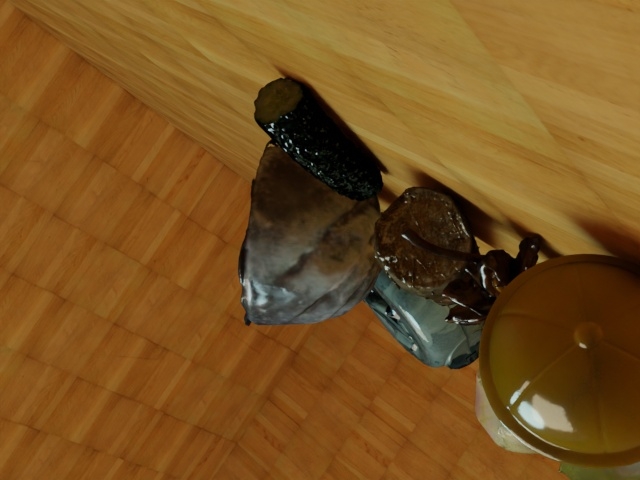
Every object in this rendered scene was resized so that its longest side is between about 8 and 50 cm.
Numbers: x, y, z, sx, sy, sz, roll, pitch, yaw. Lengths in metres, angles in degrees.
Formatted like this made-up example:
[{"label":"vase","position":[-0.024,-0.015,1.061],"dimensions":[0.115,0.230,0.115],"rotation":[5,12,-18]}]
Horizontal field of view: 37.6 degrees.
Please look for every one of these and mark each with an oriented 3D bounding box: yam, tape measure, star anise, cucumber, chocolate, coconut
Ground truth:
[{"label":"yam","position":[0.140,0.012,1.197],"dimensions":[0.129,0.128,0.238],"rotation":[-4,171,9]},{"label":"tape measure","position":[0.178,0.113,1.701],"dimensions":[0.275,0.147,0.256],"rotation":[56,168,-25]},{"label":"star anise","position":[0.209,0.043,1.050],"dimensions":[0.177,0.073,0.234],"rotation":[-12,140,20]},{"label":"cucumber","position":[0.012,-0.109,1.173],"dimensions":[0.072,0.072,0.300],"rotation":[33,177,34]},{"label":"chocolate","position":[0.000,0.000,1.491],"dimensions":[0.213,0.303,0.303],"rotation":[8,175,6]},{"label":"coconut","position":[0.476,0.349,2.167],"dimensions":[0.259,0.259,0.259],"rotation":[34,178,2]}]

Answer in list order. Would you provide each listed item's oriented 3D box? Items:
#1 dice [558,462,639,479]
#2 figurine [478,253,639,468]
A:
[{"label":"dice","position":[0.679,0.485,2.042],"dimensions":[0.238,0.227,0.233],"rotation":[34,178,31]},{"label":"figurine","position":[0.261,0.099,0.862],"dimensions":[0.192,0.167,0.257],"rotation":[29,-162,29]}]
